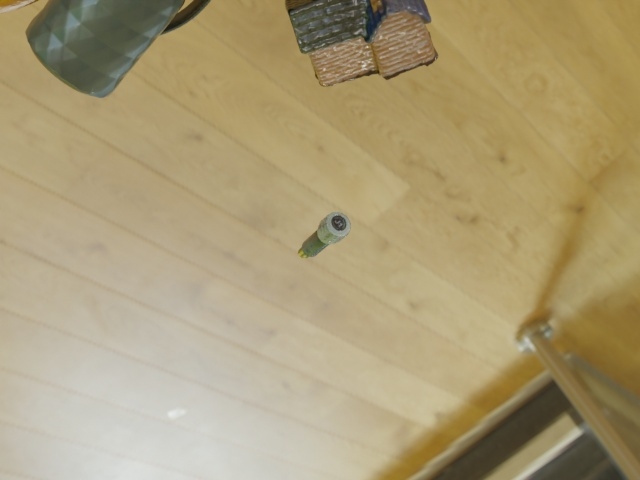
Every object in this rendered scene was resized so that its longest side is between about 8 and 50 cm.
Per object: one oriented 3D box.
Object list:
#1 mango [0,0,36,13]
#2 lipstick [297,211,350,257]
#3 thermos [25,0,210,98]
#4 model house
[{"bbox_3d":[-0.338,-0.299,1.243,0.145,0.219,0.112,-35,118,-41],"label":"mango"},{"bbox_3d":[0.000,0.000,1.527,0.037,0.037,0.116,-9,163,-28],"label":"lipstick"},{"bbox_3d":[-0.247,-0.331,1.580,0.286,0.145,0.182,-45,140,15],"label":"thermos"},{"bbox_3d":[0.049,-0.324,1.631,0.183,0.166,0.172,-21,158,6],"label":"model house"}]
